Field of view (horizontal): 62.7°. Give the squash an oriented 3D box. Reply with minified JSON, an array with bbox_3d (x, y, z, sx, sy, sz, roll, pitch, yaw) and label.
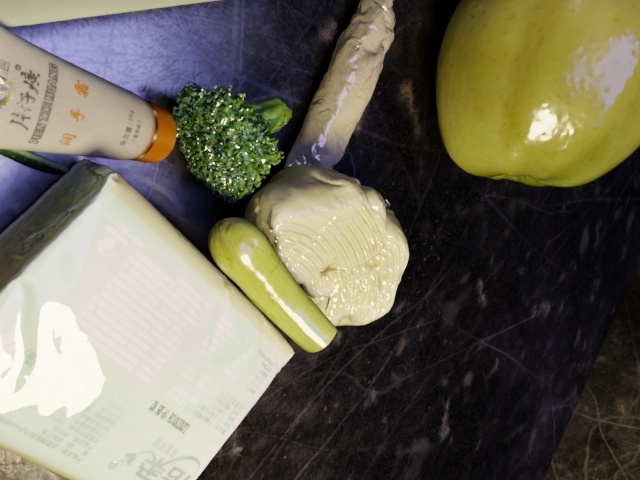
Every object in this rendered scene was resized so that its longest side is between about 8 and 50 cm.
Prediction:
[{"bbox_3d":[-0.074,0.066,0.780,0.083,0.083,0.250,-46,114,-20],"label":"squash"}]

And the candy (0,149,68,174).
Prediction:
[{"bbox_3d":[-0.396,-0.124,0.581,0.097,0.097,0.323,-66,164,-4],"label":"candy"}]

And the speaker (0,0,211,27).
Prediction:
[{"bbox_3d":[-0.280,-0.363,0.609,0.406,0.183,0.184,-25,123,-33],"label":"speaker"}]

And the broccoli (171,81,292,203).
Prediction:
[{"bbox_3d":[-0.116,-0.160,0.810,0.194,0.194,0.219,-25,147,-32],"label":"broccoli"}]

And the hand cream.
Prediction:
[{"bbox_3d":[-0.301,-0.161,0.623,0.314,0.089,0.139,-5,116,-65],"label":"hand cream"}]

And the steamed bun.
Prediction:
[{"bbox_3d":[0.000,0.000,0.934,0.275,0.206,0.320,-28,126,-12],"label":"steamed bun"}]

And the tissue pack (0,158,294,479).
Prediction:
[{"bbox_3d":[-0.282,0.144,0.736,0.331,0.205,0.405,-50,129,-17],"label":"tissue pack"}]

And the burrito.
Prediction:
[{"bbox_3d":[0.049,-0.282,0.975,0.117,0.076,0.392,27,87,-51],"label":"burrito"}]

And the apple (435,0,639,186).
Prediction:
[{"bbox_3d":[0.451,-0.323,1.060,0.474,0.474,0.473,-13,111,-37],"label":"apple"}]
